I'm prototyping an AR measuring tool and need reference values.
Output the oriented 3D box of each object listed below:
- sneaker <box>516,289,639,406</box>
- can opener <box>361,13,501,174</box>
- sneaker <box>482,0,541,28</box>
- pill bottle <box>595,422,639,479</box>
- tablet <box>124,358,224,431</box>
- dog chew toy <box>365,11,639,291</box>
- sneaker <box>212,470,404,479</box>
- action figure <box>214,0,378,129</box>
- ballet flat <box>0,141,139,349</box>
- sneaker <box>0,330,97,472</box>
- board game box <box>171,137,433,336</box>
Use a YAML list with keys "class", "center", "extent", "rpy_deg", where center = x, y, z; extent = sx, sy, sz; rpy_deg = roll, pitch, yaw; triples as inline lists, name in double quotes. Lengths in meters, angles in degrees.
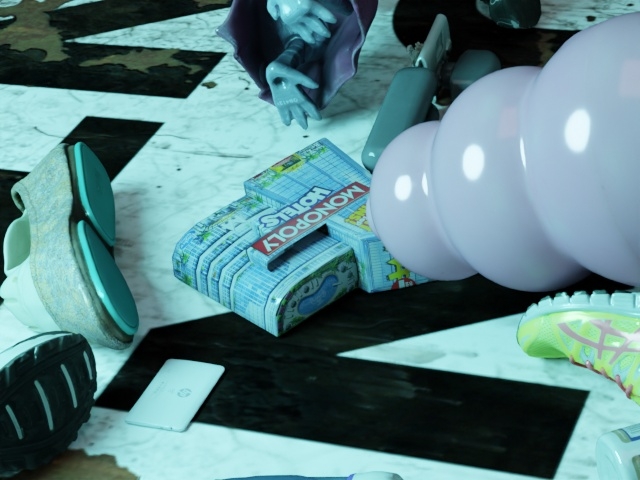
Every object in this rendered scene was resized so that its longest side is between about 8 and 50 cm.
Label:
- class: "sneaker"
  center: [0.236, 0.087, 1.289]
  extent: [0.208, 0.094, 0.081]
  rpy_deg: [-5, -12, 42]
- class: "can opener"
  center: [0.106, -0.132, 1.659]
  extent: [0.093, 0.074, 0.280]
  rpy_deg: [5, 35, 19]
- class: "sneaker"
  center: [0.201, -0.276, 1.881]
  extent: [0.077, 0.072, 0.178]
  rpy_deg: [-10, 22, 21]
- class: "pill bottle"
  center: [0.258, 0.152, 1.189]
  extent: [0.120, 0.067, 0.067]
  rpy_deg: [-14, 33, -8]
- class: "tablet"
  center: [-0.117, 0.124, 1.380]
  extent: [0.054, 0.006, 0.083]
  rpy_deg: [6, 36, 22]
- class: "dog chew toy"
  center: [0.181, -0.053, 1.323]
  extent: [0.331, 0.207, 0.207]
  rpy_deg: [-13, 26, 35]
- class: "sneaker"
  center: [-0.064, 0.276, 1.041]
  extent: [0.236, 0.130, 0.323]
  rpy_deg: [-11, 36, 16]
- class: "action figure"
  center: [0.000, -0.306, 1.750]
  extent: [0.248, 0.275, 0.370]
  rpy_deg: [-28, 34, 46]
- class: "ballet flat"
  center: [-0.227, 0.022, 1.501]
  extent: [0.106, 0.108, 0.316]
  rpy_deg: [-30, 27, 5]
- class: "sneaker"
  center: [-0.286, 0.145, 1.308]
  extent: [0.271, 0.100, 0.108]
  rpy_deg: [-33, 34, -33]
- class: "board game box"
  center: [0.000, 0.000, 1.494]
  extent: [0.194, 0.060, 0.194]
  rpy_deg: [-31, 38, -31]
